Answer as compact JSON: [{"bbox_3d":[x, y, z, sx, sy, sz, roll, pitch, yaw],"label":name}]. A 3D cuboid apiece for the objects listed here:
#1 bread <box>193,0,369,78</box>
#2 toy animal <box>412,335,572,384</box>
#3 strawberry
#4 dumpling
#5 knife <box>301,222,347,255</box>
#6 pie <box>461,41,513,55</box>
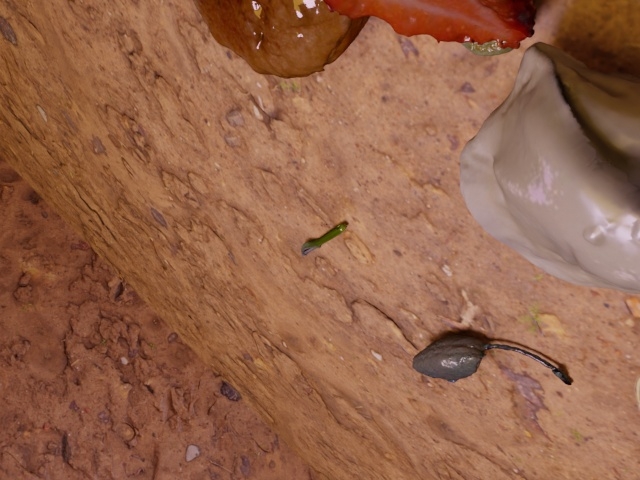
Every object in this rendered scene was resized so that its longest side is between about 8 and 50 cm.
[{"bbox_3d":[-0.035,-0.270,0.624,0.260,0.129,0.134,20,139,41],"label":"bread"},{"bbox_3d":[0.255,0.187,0.819,0.252,0.070,0.079,-13,149,42],"label":"toy animal"},{"bbox_3d":[0.099,-0.255,0.430,0.228,0.098,0.174,16,167,-6],"label":"strawberry"},{"bbox_3d":[0.264,-0.016,0.463,0.318,0.187,0.243,41,144,7],"label":"dumpling"},{"bbox_3d":[0.000,0.000,0.960,0.026,0.022,0.184,28,153,-17],"label":"knife"},{"bbox_3d":[0.173,-0.225,0.516,0.085,0.017,0.085,31,141,29],"label":"pie"}]
